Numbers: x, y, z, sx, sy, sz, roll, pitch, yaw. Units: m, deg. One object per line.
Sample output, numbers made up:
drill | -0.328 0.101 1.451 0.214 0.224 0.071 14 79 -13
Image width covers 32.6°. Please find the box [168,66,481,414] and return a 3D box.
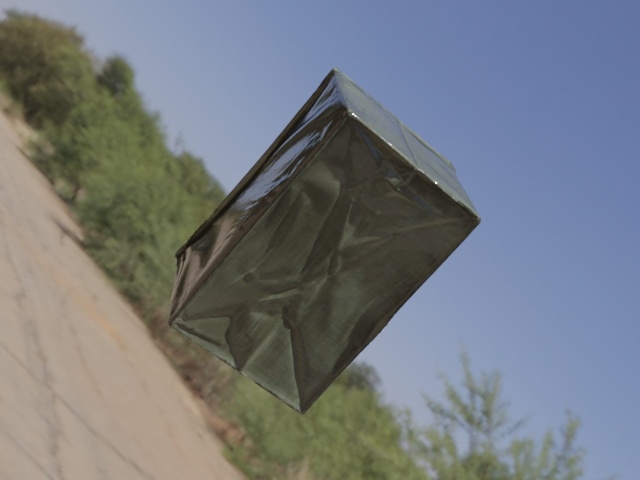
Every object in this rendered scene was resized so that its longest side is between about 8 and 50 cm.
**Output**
box | 0.000 0.000 0.939 0.155 0.231 0.149 38 14 -17
